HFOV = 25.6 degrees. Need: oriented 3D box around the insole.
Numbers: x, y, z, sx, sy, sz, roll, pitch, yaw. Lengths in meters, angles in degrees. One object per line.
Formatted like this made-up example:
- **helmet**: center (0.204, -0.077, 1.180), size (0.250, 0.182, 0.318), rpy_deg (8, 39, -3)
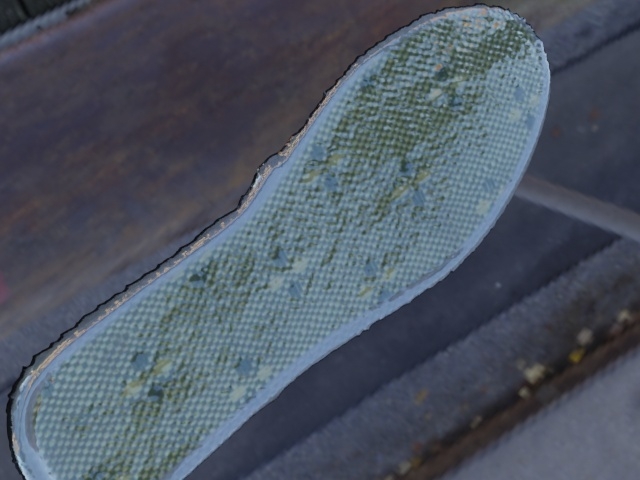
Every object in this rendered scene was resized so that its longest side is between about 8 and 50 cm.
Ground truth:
- **insole**: center (0.000, 0.000, 0.597), size (0.322, 0.007, 0.109), rpy_deg (-40, 111, -29)
